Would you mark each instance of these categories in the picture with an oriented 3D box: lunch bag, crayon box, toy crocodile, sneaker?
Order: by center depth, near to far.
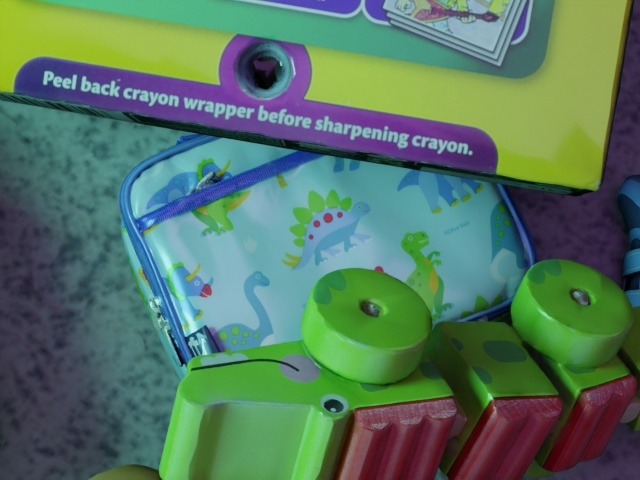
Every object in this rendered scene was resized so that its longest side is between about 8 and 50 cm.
[{"bbox_3d":[0.076,0.086,0.971,0.340,0.115,0.105,-3,40,-30],"label":"toy crocodile"},{"bbox_3d":[-0.007,-0.207,0.973,0.363,0.106,0.313,10,90,1],"label":"crayon box"},{"bbox_3d":[0.000,0.000,1.058,0.219,0.090,0.176,-21,80,-11],"label":"lunch bag"},{"bbox_3d":[0.202,0.031,1.092,0.059,0.053,0.144,-18,81,-7],"label":"sneaker"}]

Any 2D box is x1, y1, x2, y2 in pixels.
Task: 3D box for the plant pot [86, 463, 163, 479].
[{"bbox_3d":[-0.078,0.251,0.919,0.203,0.291,0.291,37,77,17],"label":"plant pot"}]
